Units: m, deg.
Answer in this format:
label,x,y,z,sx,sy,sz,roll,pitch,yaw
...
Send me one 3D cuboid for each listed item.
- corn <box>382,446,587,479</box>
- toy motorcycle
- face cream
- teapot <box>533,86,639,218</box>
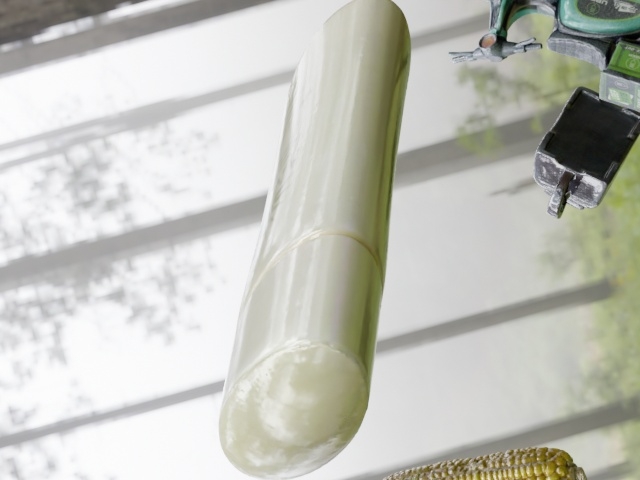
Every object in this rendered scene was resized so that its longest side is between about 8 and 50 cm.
label,x,y,z,sx,sy,sz,roll,pitch,yaw
corn,0.149,0.234,1.374,0.068,0.207,0.068,-12,-90,-69
toy motorcycle,0.184,-0.167,1.131,0.058,0.173,0.100,77,-144,-62
face cream,0.000,0.000,0.947,0.348,0.081,0.173,-80,10,-47
teapot,0.285,-0.086,1.603,0.177,0.087,0.096,-54,-15,-36
